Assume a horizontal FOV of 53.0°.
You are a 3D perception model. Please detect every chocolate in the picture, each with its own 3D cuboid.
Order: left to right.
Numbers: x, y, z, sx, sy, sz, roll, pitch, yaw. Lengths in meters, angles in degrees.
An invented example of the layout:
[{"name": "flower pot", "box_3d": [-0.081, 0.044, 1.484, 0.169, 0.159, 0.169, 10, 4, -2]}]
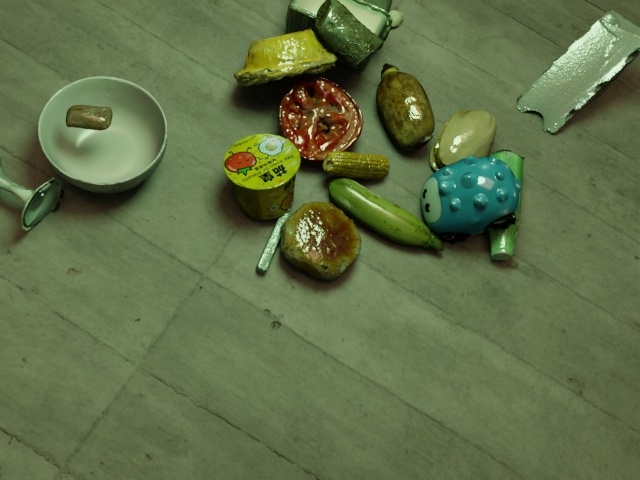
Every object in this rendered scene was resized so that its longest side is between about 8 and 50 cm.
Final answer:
[{"name": "chocolate", "box_3d": [-0.526, -0.285, 1.453, 0.100, 0.031, 0.065, 5, 62, -8]}, {"name": "chocolate", "box_3d": [0.483, -0.090, 1.700, 0.110, 0.110, 0.291, 12, 68, -7]}]

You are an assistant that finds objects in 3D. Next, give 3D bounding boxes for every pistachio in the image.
[{"name": "pistachio", "box_3d": [0.390, -0.269, 1.737, 0.144, 0.144, 0.215, 39, 76, 6]}]

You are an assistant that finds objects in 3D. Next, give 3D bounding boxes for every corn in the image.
[{"name": "corn", "box_3d": [0.096, -0.193, 1.654, 0.207, 0.068, 0.068, -1, 66, -35]}]

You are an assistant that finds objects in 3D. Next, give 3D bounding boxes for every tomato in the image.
[{"name": "tomato", "box_3d": [-0.010, -0.311, 1.680, 0.227, 0.101, 0.228, 1, 88, -19]}]

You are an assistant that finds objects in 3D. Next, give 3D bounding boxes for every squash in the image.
[{"name": "squash", "box_3d": [0.166, -0.057, 1.625, 0.341, 0.094, 0.094, 31, 65, 2]}]

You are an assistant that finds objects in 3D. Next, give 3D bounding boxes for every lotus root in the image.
[{"name": "lotus root", "box_3d": [0.224, -0.365, 1.735, 0.128, 0.145, 0.260, -16, 74, -24]}]

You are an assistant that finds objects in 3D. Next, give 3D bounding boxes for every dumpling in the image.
[{"name": "dumpling", "box_3d": [0.212, -0.667, 1.920, 0.059, 0.043, 0.077, 35, 80, 23]}]

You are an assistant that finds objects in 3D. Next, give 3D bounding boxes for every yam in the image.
[{"name": "yam", "box_3d": [0.065, -0.519, 1.619, 0.183, 0.107, 0.107, 39, 63, -19]}]

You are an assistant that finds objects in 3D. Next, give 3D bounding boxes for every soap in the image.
[{"name": "soap", "box_3d": [0.749, -0.482, 1.832, 0.302, 0.258, 0.159, -39, 81, -22]}]

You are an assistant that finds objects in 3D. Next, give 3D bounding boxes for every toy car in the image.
[{"name": "toy car", "box_3d": [0.365, -0.116, 1.608, 0.255, 0.190, 0.189, -15, 66, 25]}]

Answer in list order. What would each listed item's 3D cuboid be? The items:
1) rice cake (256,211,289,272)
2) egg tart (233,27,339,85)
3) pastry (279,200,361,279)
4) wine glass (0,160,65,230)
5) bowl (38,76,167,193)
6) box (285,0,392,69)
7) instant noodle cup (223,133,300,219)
[{"name": "rice cake", "box_3d": [-0.116, 0.003, 1.570, 0.029, 0.033, 0.171, 24, 64, -8]}, {"name": "egg tart", "box_3d": [-0.094, -0.470, 1.654, 0.288, 0.288, 0.118, -19, 112, -18]}, {"name": "pastry", "box_3d": [0.000, 0.000, 1.552, 0.192, 0.093, 0.182, 40, 61, -2]}, {"name": "wine glass", "box_3d": [-0.752, -0.155, 1.450, 0.321, 0.143, 0.143, 31, 65, 3]}, {"name": "bowl", "box_3d": [-0.508, -0.230, 1.528, 0.286, 0.144, 0.287, 4, 66, -10]}, {"name": "box", "box_3d": [0.050, -0.616, 1.769, 0.290, 0.220, 0.166, 24, 80, -2]}, {"name": "instant noodle cup", "box_3d": [-0.137, -0.146, 1.556, 0.182, 0.144, 0.182, 0, 54, 0]}]
